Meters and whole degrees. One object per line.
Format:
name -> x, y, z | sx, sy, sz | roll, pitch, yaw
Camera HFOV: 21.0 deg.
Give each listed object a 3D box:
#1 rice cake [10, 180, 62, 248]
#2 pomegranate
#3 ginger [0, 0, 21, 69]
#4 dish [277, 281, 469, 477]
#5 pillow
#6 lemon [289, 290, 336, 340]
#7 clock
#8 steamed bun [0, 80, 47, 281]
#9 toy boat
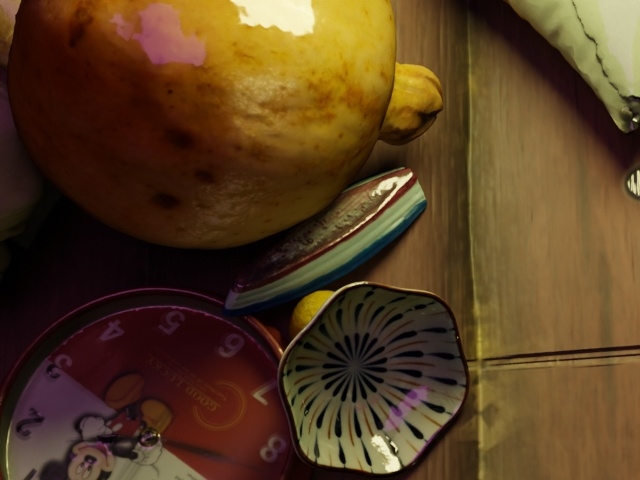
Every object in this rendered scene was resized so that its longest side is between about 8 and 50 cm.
rice cake -> -0.268, -0.074, 1.788 | 0.042, 0.030, 0.180 | 22, 76, 39
pomegranate -> -0.078, -0.167, 1.602 | 0.410, 0.410, 0.410 | -6, 66, 15
ginger -> -0.467, -0.264, 1.883 | 0.363, 0.122, 0.348 | -31, 71, 15
dish -> 0.038, 0.119, 1.565 | 0.191, 0.190, 0.066 | -48, 25, -6
pillow -> 0.304, -0.299, 1.654 | 0.310, 0.119, 0.312 | -40, 62, -5
lemon -> 0.006, 0.078, 1.616 | 0.092, 0.065, 0.065 | -32, 57, 40
clock -> -0.158, 0.185, 1.611 | 0.318, 0.080, 0.319 | -3, 61, 5
steamed bun -> -0.400, -0.039, 1.710 | 0.320, 0.206, 0.275 | -3, 66, 40
toy boat -> 0.000, 0.000, 1.636 | 0.229, 0.046, 0.080 | -32, 67, -18
